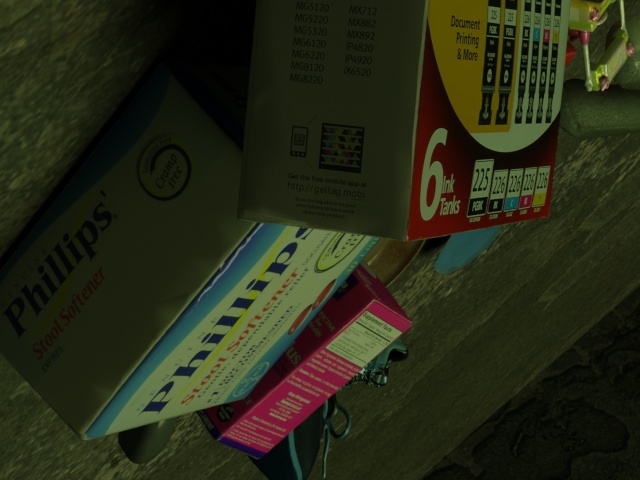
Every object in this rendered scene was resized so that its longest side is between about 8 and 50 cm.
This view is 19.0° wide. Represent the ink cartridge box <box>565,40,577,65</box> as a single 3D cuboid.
[{"bbox_3d":[0.169,-0.159,1.925,0.231,0.078,0.134,-53,163,25],"label":"ink cartridge box"}]

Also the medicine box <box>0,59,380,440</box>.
[{"bbox_3d":[-0.092,0.004,1.531,0.263,0.149,0.289,-50,165,18],"label":"medicine box"}]

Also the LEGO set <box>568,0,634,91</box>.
[{"bbox_3d":[0.197,-0.183,1.735,0.287,0.132,0.107,-32,132,-23],"label":"LEGO set"}]

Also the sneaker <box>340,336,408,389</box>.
[{"bbox_3d":[0.055,0.164,2.489,0.162,0.073,0.063,-35,162,-33],"label":"sneaker"}]

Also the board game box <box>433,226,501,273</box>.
[{"bbox_3d":[0.194,-0.031,2.428,0.133,0.033,0.169,-18,145,-49],"label":"board game box"}]

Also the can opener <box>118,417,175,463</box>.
[{"bbox_3d":[-0.122,0.097,1.781,0.076,0.095,0.283,-4,140,-40],"label":"can opener"}]

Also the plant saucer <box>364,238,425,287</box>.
[{"bbox_3d":[0.033,0.020,2.082,0.198,0.036,0.198,-32,155,-17],"label":"plant saucer"}]

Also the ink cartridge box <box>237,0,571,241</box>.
[{"bbox_3d":[0.073,-0.147,1.362,0.309,0.130,0.272,-10,106,-66],"label":"ink cartridge box"}]

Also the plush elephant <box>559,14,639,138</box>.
[{"bbox_3d":[0.409,-0.257,1.946,0.330,0.255,0.272,-1,169,0],"label":"plush elephant"}]

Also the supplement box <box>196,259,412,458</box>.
[{"bbox_3d":[-0.033,0.105,1.957,0.220,0.111,0.114,-42,152,7],"label":"supplement box"}]

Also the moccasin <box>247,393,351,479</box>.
[{"bbox_3d":[-0.024,0.200,2.263,0.117,0.137,0.342,-44,167,-22],"label":"moccasin"}]
